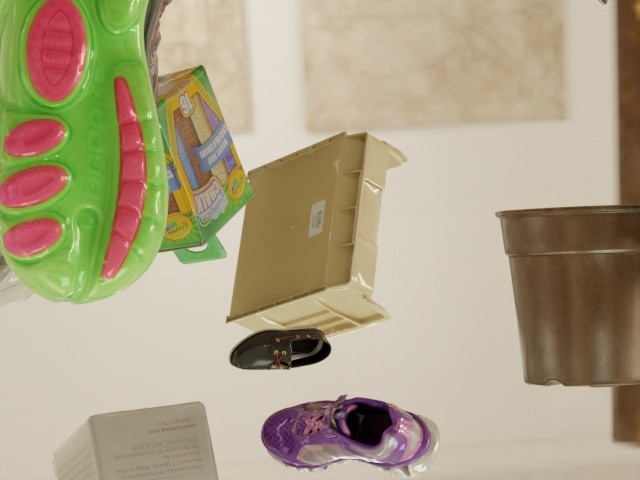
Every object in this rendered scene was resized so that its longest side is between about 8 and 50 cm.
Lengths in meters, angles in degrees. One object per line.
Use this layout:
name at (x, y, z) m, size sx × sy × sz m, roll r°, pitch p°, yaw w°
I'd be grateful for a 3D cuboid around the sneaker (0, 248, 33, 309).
sneaker at (-0.410, 0.023, 2.261) m, size 0.232 × 0.090 × 0.115 m, roll -36°, pitch 154°, yaw 9°

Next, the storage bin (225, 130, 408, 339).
storage bin at (0.000, 0.000, 2.421) m, size 0.123 × 0.262 × 0.260 m, roll 28°, pitch 148°, yaw -36°

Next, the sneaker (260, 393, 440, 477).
sneaker at (0.024, 0.231, 2.026) m, size 0.236 × 0.095 × 0.104 m, roll -1°, pitch 156°, yaw 29°

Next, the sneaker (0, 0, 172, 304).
sneaker at (-0.202, -0.189, 1.346) m, size 0.185 × 0.482 × 0.202 m, roll 12°, pitch 171°, yaw -20°

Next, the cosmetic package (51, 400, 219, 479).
cosmetic package at (-0.211, 0.457, 2.108) m, size 0.162 × 0.453 × 0.230 m, roll -5°, pitch 164°, yaw -24°

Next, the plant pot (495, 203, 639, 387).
plant pot at (0.250, 0.051, 1.533) m, size 0.167 × 0.165 × 0.167 m, roll -2°, pitch 178°, yaw 0°

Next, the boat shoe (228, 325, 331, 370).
boat shoe at (-0.049, 0.136, 2.029) m, size 0.133 × 0.049 × 0.042 m, roll -9°, pitch -150°, yaw -29°

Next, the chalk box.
chalk box at (-0.172, -0.064, 1.822) m, size 0.132 × 0.213 × 0.132 m, roll -9°, pitch -159°, yaw 30°

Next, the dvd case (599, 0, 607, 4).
dvd case at (0.220, -0.337, 1.422) m, size 0.018 × 0.221 × 0.164 m, roll -14°, pitch 142°, yaw 42°
